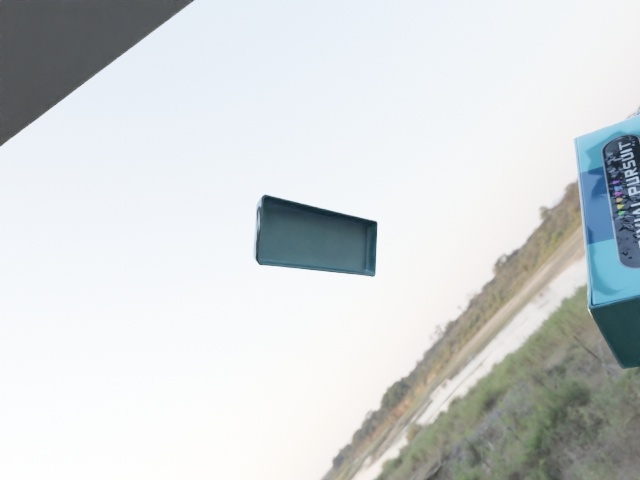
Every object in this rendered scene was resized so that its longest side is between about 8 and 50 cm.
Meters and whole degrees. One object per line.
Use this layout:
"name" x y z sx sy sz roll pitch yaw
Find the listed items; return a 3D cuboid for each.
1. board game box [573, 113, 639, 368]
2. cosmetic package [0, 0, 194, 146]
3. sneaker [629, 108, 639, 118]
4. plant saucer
"board game box" 0.383 -0.050 0.430 0.336 0.079 0.253 -20 30 34
"cosmetic package" -0.381 -0.262 0.622 0.453 0.161 0.230 -43 -24 -11
"sneaker" 0.549 -0.156 0.870 0.058 0.152 0.084 -58 1 -25
"plant saucer" 0.000 0.000 0.595 0.192 0.018 0.067 10 -99 -51
